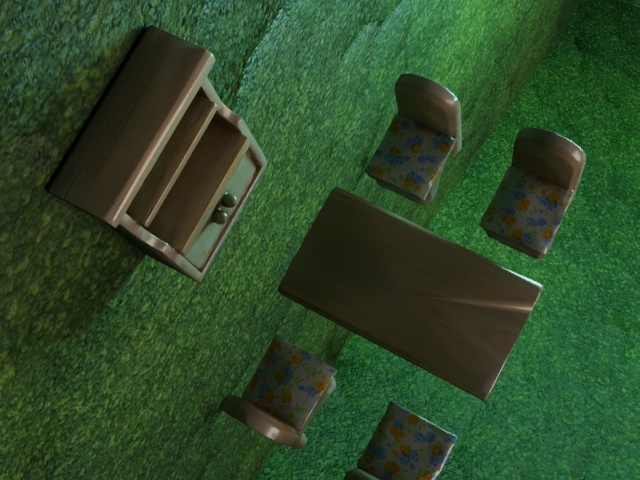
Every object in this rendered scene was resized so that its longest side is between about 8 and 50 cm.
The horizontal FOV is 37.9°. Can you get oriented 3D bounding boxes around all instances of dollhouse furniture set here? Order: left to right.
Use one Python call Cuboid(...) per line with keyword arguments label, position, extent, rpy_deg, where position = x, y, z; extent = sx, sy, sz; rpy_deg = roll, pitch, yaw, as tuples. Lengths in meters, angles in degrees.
Cuboid(label="dollhouse furniture set", position=(0.000, 0.000, 0.860), extent=(0.362, 0.394, 0.256), rpy_deg=(-61, 165, -9))
